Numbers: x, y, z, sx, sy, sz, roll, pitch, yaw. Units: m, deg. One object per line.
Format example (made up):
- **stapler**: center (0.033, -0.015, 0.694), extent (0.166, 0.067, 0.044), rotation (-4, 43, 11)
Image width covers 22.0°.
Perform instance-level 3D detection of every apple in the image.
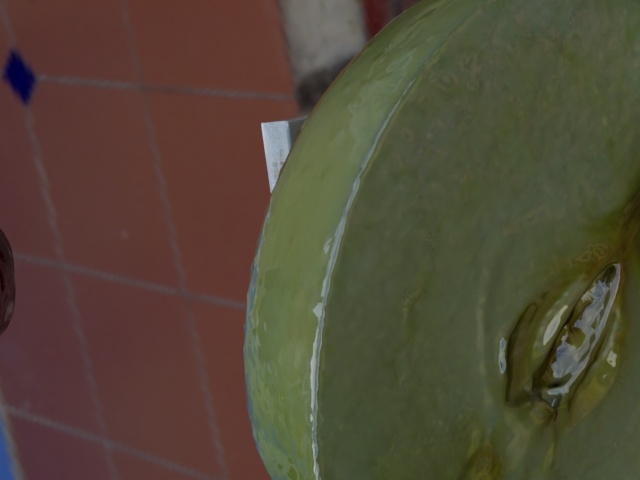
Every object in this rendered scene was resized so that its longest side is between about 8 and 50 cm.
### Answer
- **apple**: center (0.116, 0.048, 0.931), extent (0.320, 0.360, 0.311), rotation (29, 169, 7)

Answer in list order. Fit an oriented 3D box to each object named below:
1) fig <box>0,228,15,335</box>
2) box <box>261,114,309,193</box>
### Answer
- **fig**: center (-0.243, 0.040, 1.012), extent (0.150, 0.128, 0.128), rotation (60, 145, 23)
- **box**: center (0.000, 0.000, 1.089), extent (0.024, 0.090, 0.167), rotation (-5, 96, 26)
